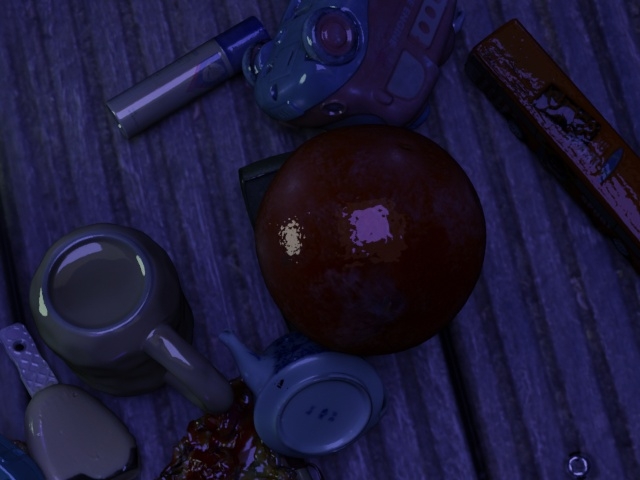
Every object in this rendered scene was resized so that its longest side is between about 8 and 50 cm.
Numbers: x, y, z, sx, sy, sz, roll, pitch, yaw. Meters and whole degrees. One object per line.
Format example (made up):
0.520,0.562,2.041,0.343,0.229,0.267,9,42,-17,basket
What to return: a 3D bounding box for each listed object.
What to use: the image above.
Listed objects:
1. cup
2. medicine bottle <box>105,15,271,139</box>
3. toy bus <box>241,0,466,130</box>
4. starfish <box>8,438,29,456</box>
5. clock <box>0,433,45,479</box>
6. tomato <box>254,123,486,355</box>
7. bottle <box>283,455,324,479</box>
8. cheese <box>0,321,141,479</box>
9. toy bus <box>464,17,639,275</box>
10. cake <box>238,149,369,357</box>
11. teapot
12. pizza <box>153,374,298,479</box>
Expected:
-0.228,0.118,1.539,0.173,0.202,0.255,-26,69,-7,cup
-0.172,-0.217,1.723,0.231,0.059,0.059,-33,79,-10,medicine bottle
0.060,-0.255,1.674,0.232,0.197,0.294,31,70,-23,toy bus
-0.341,0.335,1.572,0.150,0.053,0.209,-27,80,-5,starfish
-0.469,0.329,1.516,0.224,0.094,0.274,33,94,9,clock
0.059,0.003,1.466,0.265,0.265,0.264,1,75,-3,tomato
-0.028,0.297,1.602,0.063,0.047,0.101,-16,72,-18,bottle
-0.325,0.205,1.601,0.127,0.054,0.251,-21,65,-32,cheese
0.347,-0.111,1.703,0.093,0.092,0.409,-38,79,-9,toy bus
0.002,0.006,1.678,0.158,0.172,0.283,-16,110,-2,cake
-0.011,0.169,1.572,0.232,0.159,0.158,20,73,-28,teapot
-0.120,0.250,1.588,0.201,0.053,0.193,-10,62,11,pizza
